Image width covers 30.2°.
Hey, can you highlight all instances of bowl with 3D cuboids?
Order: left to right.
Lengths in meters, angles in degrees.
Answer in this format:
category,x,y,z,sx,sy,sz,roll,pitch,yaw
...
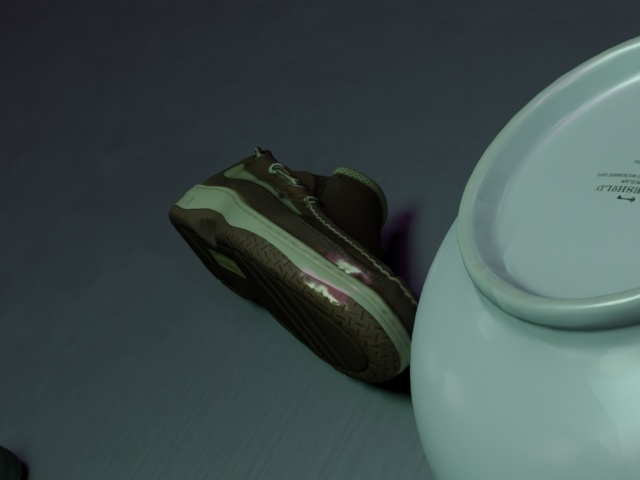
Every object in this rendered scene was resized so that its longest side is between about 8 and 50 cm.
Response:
category,x,y,z,sx,sy,sz,roll,pitch,yaw
bowl,0.144,0.013,0.446,0.298,0.134,0.297,-27,34,20

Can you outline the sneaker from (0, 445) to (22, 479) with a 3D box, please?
category,x,y,z,sx,sy,sz,roll,pitch,yaw
sneaker,-0.270,0.187,0.672,0.087,0.130,0.227,-15,41,38

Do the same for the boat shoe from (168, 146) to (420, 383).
category,x,y,z,sx,sy,sz,roll,pitch,yaw
boat shoe,-0.004,-0.006,0.669,0.095,0.095,0.257,-40,30,-12
